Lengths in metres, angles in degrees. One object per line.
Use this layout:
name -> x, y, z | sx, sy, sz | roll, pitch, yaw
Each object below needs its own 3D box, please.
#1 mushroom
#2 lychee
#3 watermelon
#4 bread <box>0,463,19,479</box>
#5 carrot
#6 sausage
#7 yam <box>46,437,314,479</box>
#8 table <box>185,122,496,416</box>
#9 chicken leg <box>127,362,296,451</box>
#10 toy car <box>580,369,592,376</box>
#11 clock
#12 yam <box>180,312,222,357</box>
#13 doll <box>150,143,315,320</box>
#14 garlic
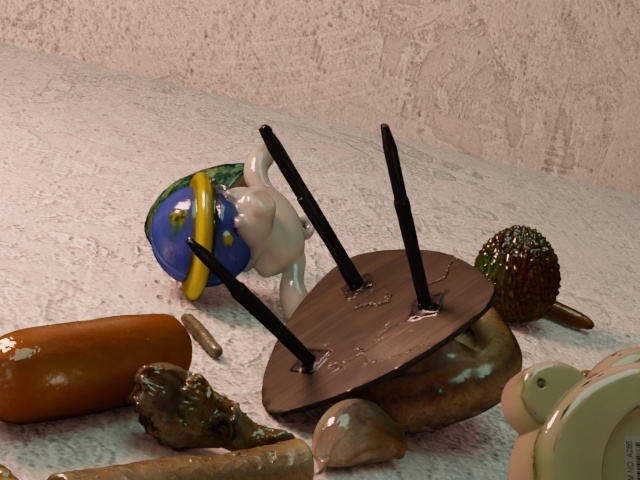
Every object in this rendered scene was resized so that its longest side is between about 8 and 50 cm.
mushroom -> 0.120, 0.147, 1.533 | 0.278, 0.146, 0.278 | -4, 29, 2
lychee -> 0.328, 0.055, 2.020 | 0.171, 0.171, 0.171 | 14, 16, -4
watermelon -> -0.186, -0.055, 1.962 | 0.136, 0.207, 0.202 | 47, 7, 13
bread -> -0.338, 0.229, 0.856 | 0.253, 0.142, 0.227 | 21, 15, 11
carrot -> 0.368, 0.102, 2.119 | 0.248, 0.043, 0.043 | 24, 18, 24
sausage -> -0.253, 0.137, 1.307 | 0.105, 0.105, 0.274 | 26, 19, 35
yam -> -0.124, 0.236, 1.165 | 0.300, 0.066, 0.066 | -1, 22, -43
table -> 0.000, 0.000, 1.460 | 0.317, 0.249, 0.317 | -24, 25, 12
chicken leg -> -0.115, 0.197, 1.293 | 0.198, 0.085, 0.069 | 25, -11, -14
toy car -> 0.352, 0.253, 1.356 | 0.314, 0.198, 0.166 | 5, -15, -22
clock -> 0.332, 0.246, 1.192 | 0.310, 0.284, 0.114 | 6, -19, -14
yam -> -0.157, 0.126, 1.591 | 0.021, 0.021, 0.116 | 5, 17, -31
doll -> -0.126, -0.042, 1.771 | 0.243, 0.159, 0.311 | 2, 53, -4
garlic -> 0.037, 0.218, 1.365 | 0.152, 0.066, 0.084 | 4, 21, -41
